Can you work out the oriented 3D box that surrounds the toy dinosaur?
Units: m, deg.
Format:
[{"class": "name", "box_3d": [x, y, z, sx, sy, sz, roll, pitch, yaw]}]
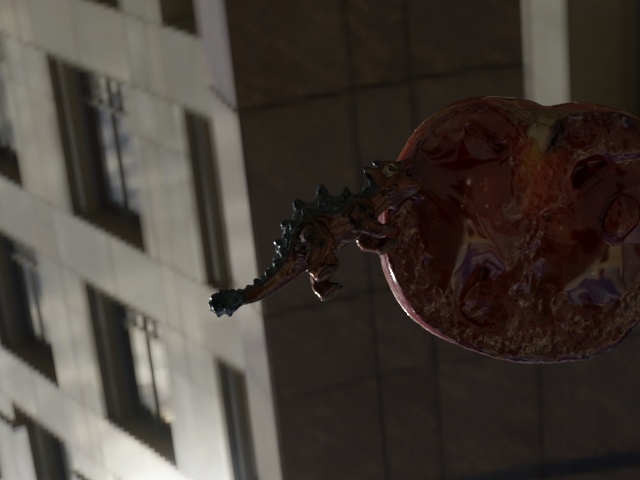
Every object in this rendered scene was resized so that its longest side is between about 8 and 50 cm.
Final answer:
[{"class": "toy dinosaur", "box_3d": [0.000, 0.000, 0.978, 0.154, 0.049, 0.055, -34, -108, -9]}]

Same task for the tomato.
[{"class": "tomato", "box_3d": [0.155, -0.014, 1.287, 0.233, 0.200, 0.139, 7, -172, -6]}]
